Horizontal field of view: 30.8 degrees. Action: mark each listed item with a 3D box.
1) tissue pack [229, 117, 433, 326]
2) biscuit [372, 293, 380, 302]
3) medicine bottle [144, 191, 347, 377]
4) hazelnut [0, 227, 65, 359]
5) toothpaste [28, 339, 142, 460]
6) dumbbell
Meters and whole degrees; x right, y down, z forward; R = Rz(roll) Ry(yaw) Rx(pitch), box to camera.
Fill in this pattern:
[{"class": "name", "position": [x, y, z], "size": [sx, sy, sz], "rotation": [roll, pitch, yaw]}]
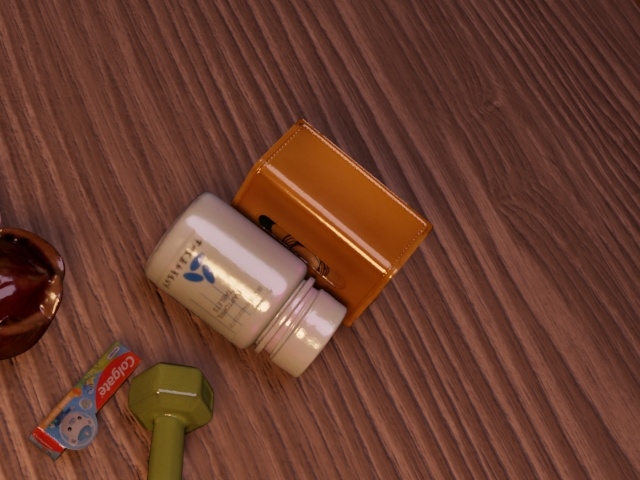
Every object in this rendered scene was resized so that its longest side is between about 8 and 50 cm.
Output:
[{"class": "tissue pack", "position": [0.003, -0.021, 1.858], "size": [0.274, 0.194, 0.145], "rotation": [40, 53, 4]}, {"class": "biscuit", "position": [0.001, -0.002, 2.010], "size": [0.275, 0.052, 0.355], "rotation": [37, 44, -1]}, {"class": "medicine bottle", "position": [-0.112, 0.071, 1.790], "size": [0.293, 0.170, 0.170], "rotation": [36, 43, -1]}, {"class": "hazelnut", "position": [-0.444, 0.070, 1.586], "size": [0.170, 0.160, 0.201], "rotation": [16, 58, -20]}, {"class": "toothpaste", "position": [-0.317, 0.227, 1.620], "size": [0.070, 0.044, 0.193], "rotation": [39, 44, 0]}, {"class": "dumbbell", "position": [-0.209, 0.309, 1.568], "size": [0.108, 0.121, 0.301], "rotation": [-9, 50, 10]}]
